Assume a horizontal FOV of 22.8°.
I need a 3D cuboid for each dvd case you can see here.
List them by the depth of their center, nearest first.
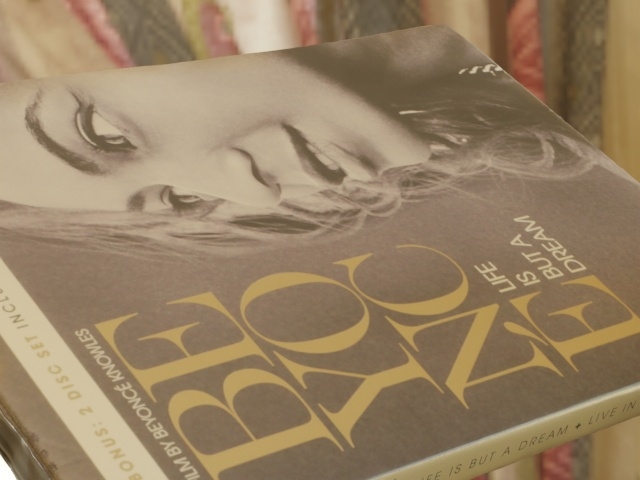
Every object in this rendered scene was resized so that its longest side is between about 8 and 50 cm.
[{"bbox_3d":[0.000,0.000,0.420,0.221,0.018,0.164,-14,45,-35],"label":"dvd case"}]
